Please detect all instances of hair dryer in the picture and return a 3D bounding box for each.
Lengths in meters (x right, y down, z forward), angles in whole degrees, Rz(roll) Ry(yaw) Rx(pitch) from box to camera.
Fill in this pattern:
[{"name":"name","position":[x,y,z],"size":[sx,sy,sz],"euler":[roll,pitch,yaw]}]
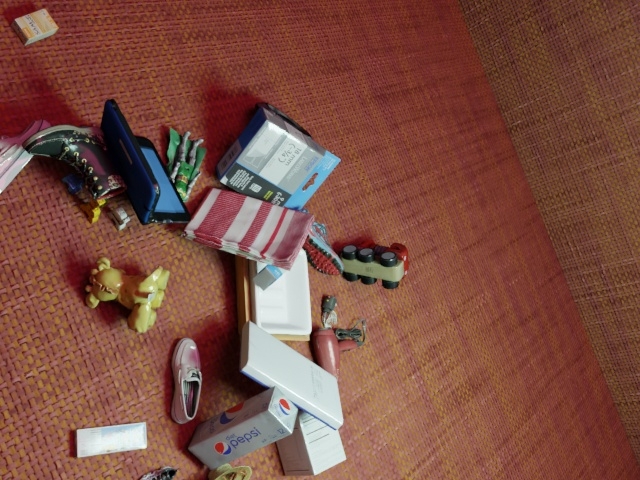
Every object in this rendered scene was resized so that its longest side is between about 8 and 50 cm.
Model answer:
[{"name":"hair dryer","position":[0.068,0.339,2.219],"size":[0.224,0.080,0.293],"euler":[40,53,-26]}]

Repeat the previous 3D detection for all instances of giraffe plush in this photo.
[{"name":"giraffe plush","position":[-0.496,0.126,1.740],"size":[0.171,0.210,0.181],"euler":[17,73,-1]}]

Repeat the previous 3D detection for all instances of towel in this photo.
[{"name":"towel","position":[-0.201,-0.045,1.971],"size":[0.329,0.037,0.237],"euler":[16,42,6]}]

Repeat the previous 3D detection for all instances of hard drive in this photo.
[{"name":"hard drive","position":[-0.080,0.364,1.869],"size":[0.319,0.040,0.210],"euler":[36,17,-19]}]

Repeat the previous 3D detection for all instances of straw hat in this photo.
[{"name":"straw hat","position":[-0.261,0.628,1.833],"size":[0.145,0.144,0.061],"euler":[0,35,-42]}]

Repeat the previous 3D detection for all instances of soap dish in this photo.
[{"name":"soap dish","position":[-0.146,0.156,2.059],"size":[0.229,0.118,0.290],"euler":[8,71,-40]}]

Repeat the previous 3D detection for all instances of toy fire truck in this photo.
[{"name":"toy fire truck","position":[0.213,0.058,2.368],"size":[0.246,0.217,0.158],"euler":[-46,136,-47]}]

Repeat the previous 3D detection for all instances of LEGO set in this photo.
[{"name":"LEGO set","position":[-0.580,-0.121,1.775],"size":[0.087,0.093,0.227],"euler":[-41,104,-42]}]

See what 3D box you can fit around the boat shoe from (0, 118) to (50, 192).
[{"name":"boat shoe","position":[-0.754,-0.207,1.652],"size":[0.088,0.096,0.267],"euler":[44,59,-28]}]

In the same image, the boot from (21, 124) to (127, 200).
[{"name":"boot","position":[-0.584,-0.185,1.667],"size":[0.178,0.085,0.236],"euler":[62,29,4]}]

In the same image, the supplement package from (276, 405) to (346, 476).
[{"name":"supplement package","position":[-0.046,0.542,2.004],"size":[0.134,0.139,0.244],"euler":[-10,83,-45]}]

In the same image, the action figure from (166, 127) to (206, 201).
[{"name":"action figure","position":[-0.397,-0.199,1.994],"size":[0.137,0.064,0.232],"euler":[25,64,-38]}]

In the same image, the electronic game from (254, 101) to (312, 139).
[{"name":"electronic game","position":[-0.116,-0.373,2.230],"size":[0.229,0.048,0.229],"euler":[35,12,-8]}]

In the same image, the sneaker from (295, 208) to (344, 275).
[{"name":"sneaker","position":[0.000,0.000,2.256],"size":[0.262,0.104,0.125],"euler":[49,47,-19]}]

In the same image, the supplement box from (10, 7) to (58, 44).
[{"name":"supplement box","position":[-0.749,-0.561,1.808],"size":[0.062,0.036,0.098],"euler":[56,48,-12]}]

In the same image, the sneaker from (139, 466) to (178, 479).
[{"name":"sneaker","position":[-0.401,0.591,1.715],"size":[0.098,0.069,0.038],"euler":[-22,91,-44]}]

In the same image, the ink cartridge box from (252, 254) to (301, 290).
[{"name":"ink cartridge box","position":[-0.123,0.077,1.958],"size":[0.052,0.088,0.122],"euler":[47,48,-2]}]

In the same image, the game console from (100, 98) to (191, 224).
[{"name":"game console","position":[-0.442,-0.202,1.801],"size":[0.173,0.250,0.293],"euler":[-21,74,-32]}]

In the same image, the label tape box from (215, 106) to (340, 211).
[{"name":"label tape box","position":[-0.115,-0.219,2.125],"size":[0.334,0.240,0.106],"euler":[29,20,-31]}]

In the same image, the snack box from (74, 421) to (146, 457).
[{"name":"snack box","position":[-0.511,0.486,1.684],"size":[0.178,0.022,0.064],"euler":[6,72,-41]}]

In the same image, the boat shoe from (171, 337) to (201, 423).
[{"name":"boat shoe","position":[-0.346,0.370,1.835],"size":[0.083,0.076,0.226],"euler":[12,68,-40]}]

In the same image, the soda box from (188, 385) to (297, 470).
[{"name":"soda box","position":[-0.201,0.486,1.777],"size":[0.098,0.286,0.091],"euler":[50,26,-18]}]
